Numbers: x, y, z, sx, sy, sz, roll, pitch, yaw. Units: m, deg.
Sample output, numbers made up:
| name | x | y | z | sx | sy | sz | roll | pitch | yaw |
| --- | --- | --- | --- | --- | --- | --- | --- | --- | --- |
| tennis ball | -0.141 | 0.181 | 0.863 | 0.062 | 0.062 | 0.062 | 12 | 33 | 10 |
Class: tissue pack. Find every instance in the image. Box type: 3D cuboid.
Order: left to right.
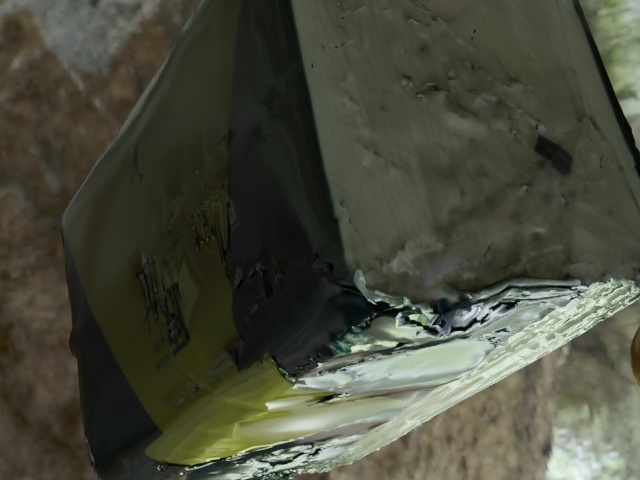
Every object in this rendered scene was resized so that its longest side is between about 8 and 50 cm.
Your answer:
| name | x | y | z | sx | sy | sz | roll | pitch | yaw |
| --- | --- | --- | --- | --- | --- | --- | --- | --- | --- |
| tissue pack | 0.000 | 0.000 | 0.822 | 0.253 | 0.416 | 0.264 | -2 | -113 | -32 |

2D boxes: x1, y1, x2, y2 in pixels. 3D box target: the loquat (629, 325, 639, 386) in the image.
| name | x | y | z | sx | sy | sz | roll | pitch | yaw |
| --- | --- | --- | --- | --- | --- | --- | --- | --- | --- |
| loquat | 0.402 | 0.127 | 1.292 | 0.141 | 0.141 | 0.141 | -13 | -90 | -76 |
